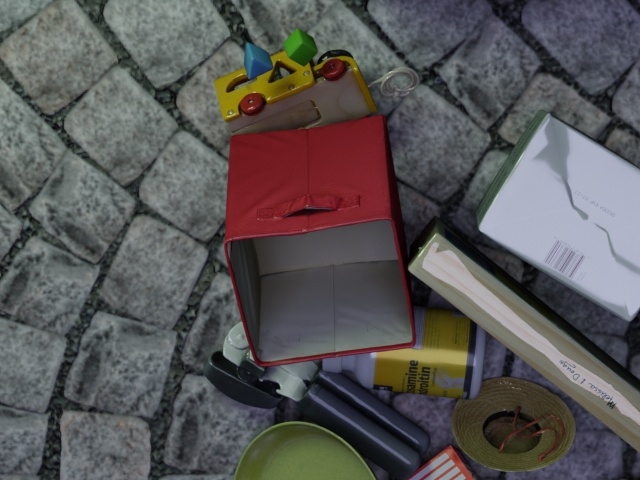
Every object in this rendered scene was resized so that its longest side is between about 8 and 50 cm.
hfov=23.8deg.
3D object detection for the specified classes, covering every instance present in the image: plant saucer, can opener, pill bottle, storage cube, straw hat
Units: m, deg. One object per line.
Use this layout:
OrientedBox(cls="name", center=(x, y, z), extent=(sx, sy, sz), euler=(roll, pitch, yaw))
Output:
OrientedBox(cls="plant saucer", center=(-0.004, 0.328, 1.779), extent=(0.241, 0.037, 0.241), euler=(7, 101, 38))
OrientedBox(cls="can opener", center=(-0.002, 0.191, 1.806), extent=(0.280, 0.074, 0.093), euler=(31, 132, 2))
OrientedBox(cls="pill bottle", center=(0.098, 0.126, 1.764), extent=(0.184, 0.103, 0.103), euler=(6, 96, 4))
OrientedBox(cls="storage cube", center=(0.000, 0.000, 1.683), extent=(0.183, 0.193, 0.215), euler=(-8, 130, 6))
OrientedBox(cls="straw hat", center=(0.225, 0.234, 1.784), extent=(0.144, 0.144, 0.061), euler=(0, 138, 4))

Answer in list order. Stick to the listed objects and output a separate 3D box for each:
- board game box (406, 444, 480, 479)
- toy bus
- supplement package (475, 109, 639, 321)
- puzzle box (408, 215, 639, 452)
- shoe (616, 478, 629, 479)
OrientedBox(cls="board game box", center=(0.123, 0.358, 1.786), extent=(0.193, 0.045, 0.147), euler=(-39, 64, 6))
OrientedBox(cls="toy bus", center=(-0.022, -0.173, 1.743), extent=(0.202, 0.104, 0.191), euler=(11, 131, -27))
OrientedBox(cls="supplement package", center=(0.290, -0.033, 1.682), extent=(0.194, 0.203, 0.149), euler=(32, 98, 1))
OrientedBox(cls="puzzle box", center=(0.267, 0.124, 1.668), extent=(0.409, 0.272, 0.052), euler=(39, 96, 1))
OrientedBox(cls="shoe", center=(0.383, 0.307, 1.766), extent=(0.178, 0.063, 0.081), euler=(-39, 86, 24))
